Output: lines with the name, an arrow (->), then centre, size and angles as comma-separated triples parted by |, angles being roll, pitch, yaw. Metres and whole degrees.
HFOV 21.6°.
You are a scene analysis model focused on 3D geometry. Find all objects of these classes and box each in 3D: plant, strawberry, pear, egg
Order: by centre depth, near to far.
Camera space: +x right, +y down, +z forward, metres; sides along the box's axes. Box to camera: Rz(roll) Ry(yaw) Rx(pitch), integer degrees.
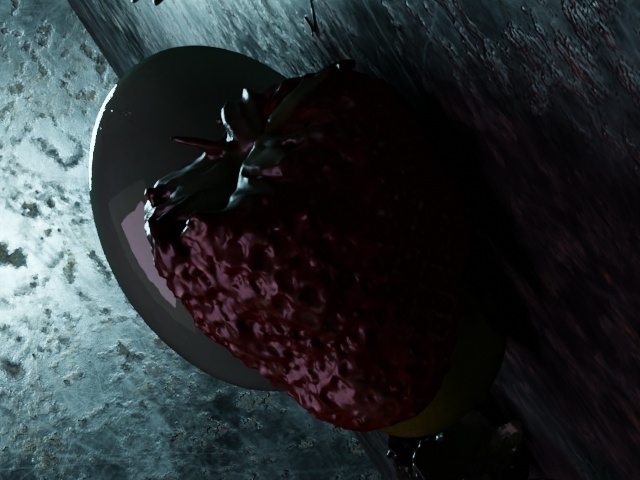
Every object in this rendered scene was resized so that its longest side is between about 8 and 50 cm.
strawberry -> -0.003, 0.003, 1.371 | 0.257, 0.261, 0.261 | 49, 177, -26
pear -> 0.059, 0.095, 1.510 | 0.180, 0.216, 0.166 | -74, -37, -56
egg -> -0.084, -0.019, 1.714 | 0.389, 0.276, 0.276 | 62, 171, -21
plant -> 0.147, 0.239, 1.834 | 0.131, 0.142, 0.203 | 62, 161, 8

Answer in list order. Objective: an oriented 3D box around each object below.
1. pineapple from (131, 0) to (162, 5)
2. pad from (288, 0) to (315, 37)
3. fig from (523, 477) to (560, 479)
pineapple -> -0.199, -0.345, 1.762 | 0.221, 0.103, 0.083 | 55, 172, 26
pad -> -0.060, -0.279, 1.524 | 0.193, 0.004, 0.116 | 55, 172, 18
fig -> 0.241, 0.328, 1.538 | 0.225, 0.203, 0.203 | 12, 154, 18
